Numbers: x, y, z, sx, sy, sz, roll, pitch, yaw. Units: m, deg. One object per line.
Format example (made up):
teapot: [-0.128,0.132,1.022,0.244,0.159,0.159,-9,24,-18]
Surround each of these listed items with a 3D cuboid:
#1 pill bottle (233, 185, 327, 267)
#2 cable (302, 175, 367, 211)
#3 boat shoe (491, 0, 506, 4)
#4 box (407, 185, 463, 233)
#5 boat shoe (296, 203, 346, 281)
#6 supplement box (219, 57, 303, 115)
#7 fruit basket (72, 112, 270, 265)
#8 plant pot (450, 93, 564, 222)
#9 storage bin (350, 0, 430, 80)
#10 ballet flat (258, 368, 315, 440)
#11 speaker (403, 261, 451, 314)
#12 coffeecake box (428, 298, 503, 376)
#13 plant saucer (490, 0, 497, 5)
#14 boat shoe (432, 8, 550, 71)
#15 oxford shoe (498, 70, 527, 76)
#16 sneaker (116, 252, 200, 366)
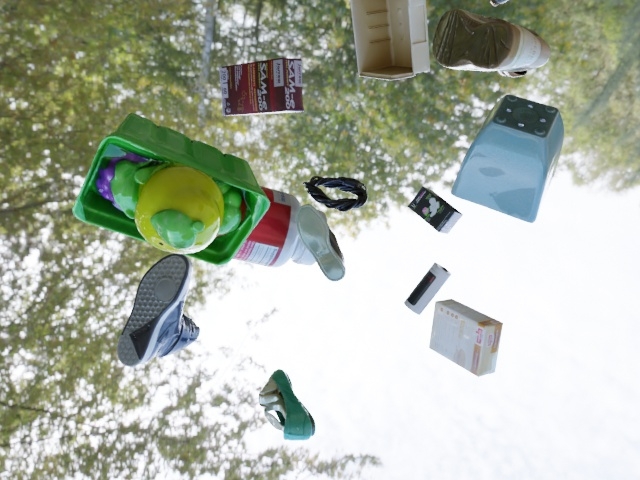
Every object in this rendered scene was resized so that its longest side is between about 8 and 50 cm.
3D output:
pill bottle: [-0.198,-0.049,1.722,0.408,0.229,0.229,13,-145,-21]
cable: [0.038,-0.130,1.636,0.185,0.047,0.150,12,-143,4]
boat shoe: [0.345,-0.528,1.022,0.080,0.223,0.073,-13,-128,-34]
box: [0.223,-0.058,1.150,0.083,0.052,0.062,44,-163,24]
boat shoe: [0.000,0.000,1.564,0.081,0.227,0.068,-22,-162,12]
supplement box: [-0.154,-0.389,1.512,0.239,0.130,0.073,6,-166,40]
fruit basket: [-0.302,-0.067,1.232,0.392,0.283,0.392,25,-143,-20]
plant pot: [0.533,-0.248,1.632,0.248,0.252,0.247,22,-126,18]
storage bin: [0.192,-0.592,1.640,0.123,0.262,0.260,-13,-158,-14]
ballet flat: [-0.092,0.363,1.332,0.087,0.083,0.247,1,-163,-23]
speaker: [0.275,0.123,1.517,0.055,0.136,0.055,34,-168,-8]
coffeecake box: [0.382,0.254,1.569,0.068,0.142,0.185,-5,-162,-32]
plant saucer: [0.368,-0.514,1.189,0.013,0.083,0.083,40,-137,19]
boat shoe: [0.309,-0.368,1.111,0.098,0.109,0.302,5,-160,-20]
oxford shoe: [0.428,-0.467,1.422,0.212,0.076,0.076,27,-169,-31]
sneaker: [-0.277,0.125,1.120,0.086,0.226,0.163,33,-171,20]
